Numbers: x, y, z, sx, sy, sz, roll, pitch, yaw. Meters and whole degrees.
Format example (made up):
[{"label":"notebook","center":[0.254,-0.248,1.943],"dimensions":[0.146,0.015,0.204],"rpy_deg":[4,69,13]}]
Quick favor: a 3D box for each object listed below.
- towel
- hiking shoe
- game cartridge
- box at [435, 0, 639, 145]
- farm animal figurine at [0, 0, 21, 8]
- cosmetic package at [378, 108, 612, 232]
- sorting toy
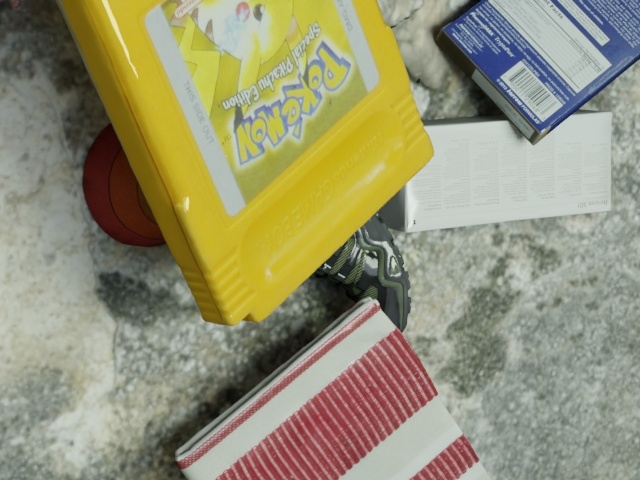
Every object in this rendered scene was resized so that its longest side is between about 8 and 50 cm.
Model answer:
[{"label":"towel","center":[0.035,0.240,1.773],"dimensions":[0.237,0.037,0.329],"rpy_deg":[-39,117,-16]},{"label":"hiking shoe","center":[0.000,0.000,1.765],"dimensions":[0.114,0.086,0.227],"rpy_deg":[-27,108,-9]},{"label":"game cartridge","center":[-0.046,-0.129,1.587],"dimensions":[0.285,0.052,0.324],"rpy_deg":[-44,123,-35]},{"label":"box","center":[0.235,-0.205,1.849],"dimensions":[0.225,0.036,0.136],"rpy_deg":[-38,79,-19]},{"label":"farm animal figurine","center":[-0.286,-0.321,1.466],"dimensions":[0.330,0.172,0.327],"rpy_deg":[-15,106,-29]},{"label":"cosmetic package","center":[0.164,-0.068,1.854],"dimensions":[0.239,0.060,0.099],"rpy_deg":[-5,98,-31]},{"label":"sorting toy","center":[-0.109,-0.167,1.631],"dimensions":[0.127,0.126,0.365],"rpy_deg":[0,99,-32]}]
